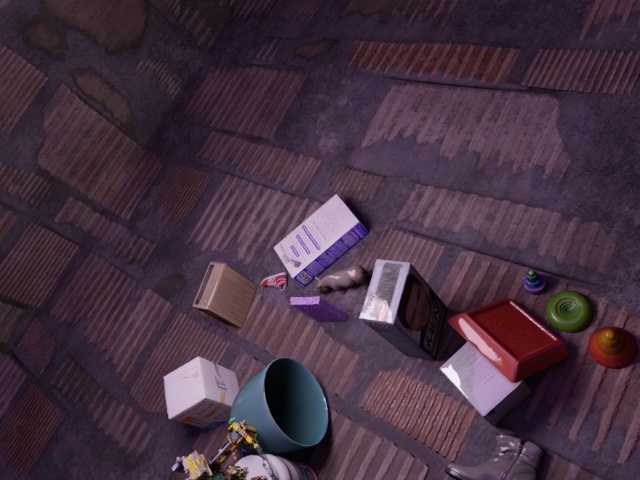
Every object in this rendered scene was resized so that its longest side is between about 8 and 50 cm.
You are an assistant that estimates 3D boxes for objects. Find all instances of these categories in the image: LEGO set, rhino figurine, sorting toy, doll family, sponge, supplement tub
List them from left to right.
[{"bbox_3d":[-0.253,0.655,1.435,0.255,0.192,0.331,-40,50,7],"label":"LEGO set"},{"bbox_3d":[-0.240,0.723,1.828,0.111,0.076,0.193,-52,46,2],"label":"doll family"},{"bbox_3d":[-0.140,0.763,1.609,0.191,0.272,0.191,-15,56,25],"label":"supplement tub"},{"bbox_3d":[-0.004,0.245,1.867,0.117,0.210,0.031,-6,62,30],"label":"sponge"},{"bbox_3d":[0.068,0.150,1.944,0.243,0.106,0.073,-17,55,23],"label":"rhino figurine"},{"bbox_3d":[0.719,0.199,1.495,0.127,0.126,0.365,-44,50,3],"label":"sorting toy"}]

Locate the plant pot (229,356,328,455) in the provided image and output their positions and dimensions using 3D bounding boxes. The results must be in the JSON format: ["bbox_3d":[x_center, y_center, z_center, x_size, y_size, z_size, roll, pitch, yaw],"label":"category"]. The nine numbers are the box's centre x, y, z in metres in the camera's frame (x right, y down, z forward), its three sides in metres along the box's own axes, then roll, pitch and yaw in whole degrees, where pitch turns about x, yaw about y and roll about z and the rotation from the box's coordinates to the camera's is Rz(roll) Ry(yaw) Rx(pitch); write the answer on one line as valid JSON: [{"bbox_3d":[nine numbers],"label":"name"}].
[{"bbox_3d":[-0.157,0.568,1.739,0.235,0.293,0.293,-35,49,28],"label":"plant pot"}]

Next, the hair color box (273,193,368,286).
[{"bbox_3d":[0.000,0.000,2.075,0.338,0.110,0.185,-39,51,5],"label":"hair color box"}]

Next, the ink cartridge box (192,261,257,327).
[{"bbox_3d":[-0.375,0.219,2.098,0.088,0.234,0.194,4,65,33],"label":"ink cartridge box"}]

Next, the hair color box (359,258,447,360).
[{"bbox_3d":[0.265,0.220,1.603,0.113,0.374,0.186,5,67,34],"label":"hair color box"}]

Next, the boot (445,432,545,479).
[{"bbox_3d":[0.480,0.608,1.449,0.246,0.083,0.161,5,60,28],"label":"boot"}]

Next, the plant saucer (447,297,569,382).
[{"bbox_3d":[0.543,0.264,1.507,0.259,0.258,0.048,47,137,40],"label":"plant saucer"}]

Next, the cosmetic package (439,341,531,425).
[{"bbox_3d":[0.474,0.402,1.513,0.151,0.151,0.184,-44,50,2],"label":"cosmetic package"}]

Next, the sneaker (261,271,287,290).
[{"bbox_3d":[-0.188,0.177,2.131,0.118,0.042,0.067,-24,50,16],"label":"sneaker"}]

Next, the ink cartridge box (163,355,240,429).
[{"bbox_3d":[-0.428,0.564,1.931,0.171,0.232,0.168,-33,51,13],"label":"ink cartridge box"}]
